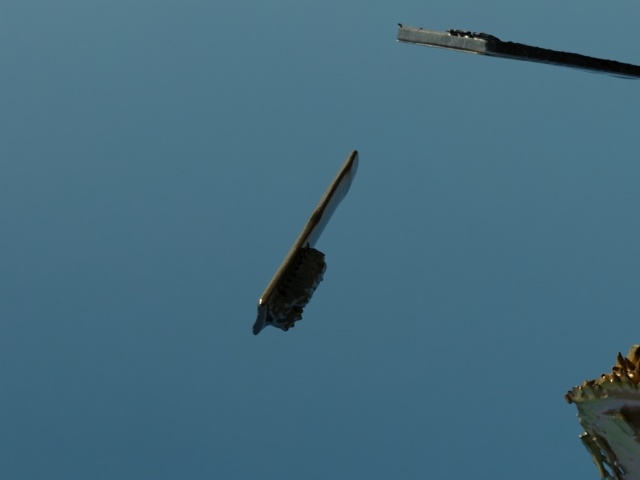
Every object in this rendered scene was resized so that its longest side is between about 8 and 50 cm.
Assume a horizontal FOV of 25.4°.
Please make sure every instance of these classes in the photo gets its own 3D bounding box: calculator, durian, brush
[{"bbox_3d":[0.216,-0.175,1.350,0.261,0.021,0.161,5,-171,-29],"label":"calculator"},{"bbox_3d":[0.410,0.207,1.341,0.185,0.195,0.305,-35,-88,-41],"label":"durian"},{"bbox_3d":[0.000,0.000,0.970,0.027,0.034,0.190,19,-140,9],"label":"brush"}]
